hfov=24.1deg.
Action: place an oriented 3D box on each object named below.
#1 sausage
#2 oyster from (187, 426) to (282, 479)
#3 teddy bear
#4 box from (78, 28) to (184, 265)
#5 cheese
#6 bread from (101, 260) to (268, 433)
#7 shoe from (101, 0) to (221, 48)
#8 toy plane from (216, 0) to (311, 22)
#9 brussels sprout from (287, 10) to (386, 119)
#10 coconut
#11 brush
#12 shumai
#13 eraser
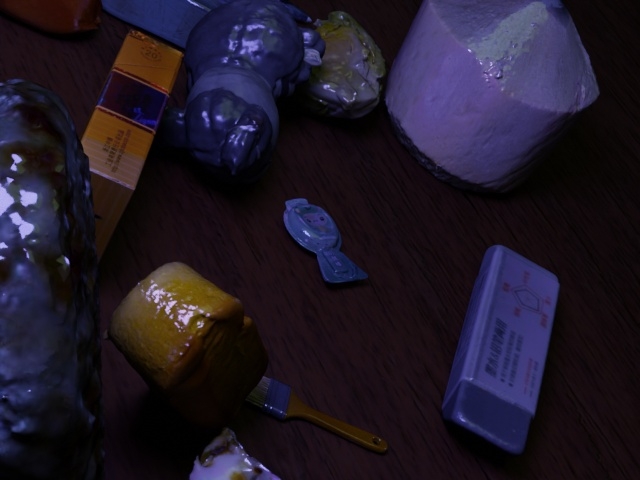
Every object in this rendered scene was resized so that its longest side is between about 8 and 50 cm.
[{"bbox_3d":[-0.399,-0.327,1.658,0.348,0.094,0.097,22,41,-13],"label":"sausage"},{"bbox_3d":[-0.059,0.264,1.232,0.133,0.072,0.209,-39,68,-18],"label":"oyster"},{"bbox_3d":[-0.107,-0.142,1.631,0.171,0.144,0.251,3,50,20],"label":"teddy bear"},{"bbox_3d":[-0.208,-0.078,1.455,0.070,0.152,0.237,23,38,-11],"label":"box"},{"bbox_3d":[0.000,0.000,1.613,0.067,0.026,0.121,-7,51,-39],"label":"cheese"},{"bbox_3d":[-0.104,0.097,1.278,0.094,0.245,0.102,39,77,17],"label":"bread"},{"bbox_3d":[-0.196,-0.293,1.784,0.195,0.079,0.078,30,21,-3],"label":"shoe"},{"bbox_3d":[-0.104,-0.326,1.875,0.234,0.082,0.160,16,66,-18],"label":"toy plane"},{"bbox_3d":[0.004,-0.203,1.799,0.139,0.100,0.181,-7,52,-27],"label":"brussels sprout"},{"bbox_3d":[0.213,-0.201,1.813,0.239,0.244,0.239,18,39,-15],"label":"coconut"},{"bbox_3d":[-0.011,0.165,1.427,0.170,0.014,0.043,25,38,-9],"label":"brush"},{"bbox_3d":[-0.326,0.079,1.086,0.348,0.395,0.395,-4,43,-4],"label":"shumai"},{"bbox_3d":[0.196,0.109,1.596,0.089,0.061,0.352,30,37,-4],"label":"eraser"}]
